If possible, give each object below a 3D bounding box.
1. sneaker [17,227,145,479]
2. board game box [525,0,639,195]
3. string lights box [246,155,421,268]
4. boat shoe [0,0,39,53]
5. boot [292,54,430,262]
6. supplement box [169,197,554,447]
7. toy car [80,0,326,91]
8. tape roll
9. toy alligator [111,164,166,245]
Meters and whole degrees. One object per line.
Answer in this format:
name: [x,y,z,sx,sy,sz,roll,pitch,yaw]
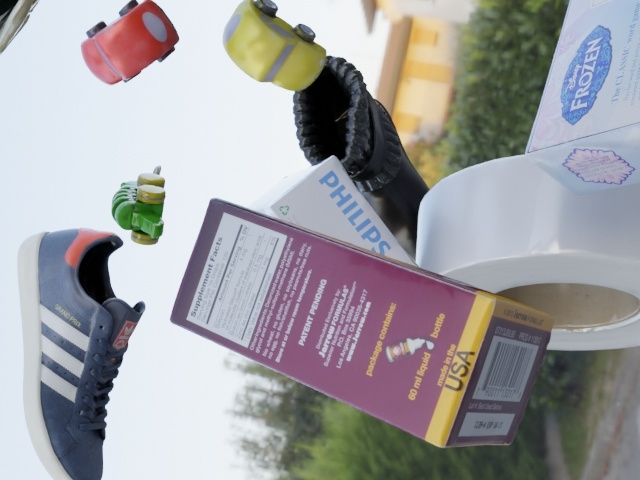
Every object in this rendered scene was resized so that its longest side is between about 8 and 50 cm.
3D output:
sneaker: [-0.299,0.149,1.224,0.131,0.148,0.350,27,-127,-78]
board game box: [0.306,-0.202,0.601,0.318,0.066,0.318,-11,52,54]
string lights box: [0.000,0.000,0.915,0.077,0.133,0.260,-38,6,-8]
boat shoe: [-0.292,-0.120,0.589,0.113,0.302,0.103,39,-154,-42]
boot: [0.080,-0.090,1.387,0.348,0.131,0.260,62,-171,11]
supplement box: [0.022,0.046,0.537,0.104,0.188,0.081,20,-90,-58]
toy car: [-0.116,-0.235,0.830,0.053,0.239,0.225,-73,-16,-59]
tape roll: [0.233,0.022,0.903,0.286,0.286,0.100,78,-164,-68]
toy alligator: [-0.191,-0.044,0.976,0.189,0.051,0.056,-115,35,-66]
